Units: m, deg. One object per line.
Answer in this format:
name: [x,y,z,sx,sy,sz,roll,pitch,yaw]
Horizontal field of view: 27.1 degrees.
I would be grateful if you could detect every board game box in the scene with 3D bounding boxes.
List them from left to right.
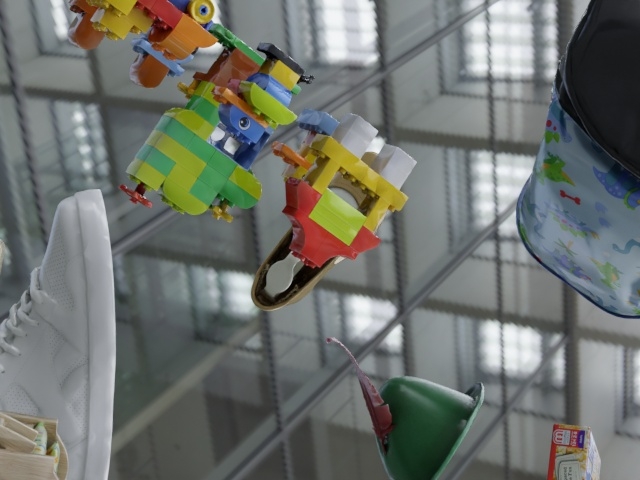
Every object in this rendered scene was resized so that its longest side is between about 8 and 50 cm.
board game box: [0.286,0.324,1.524,0.045,0.193,0.147,3,-23,19]

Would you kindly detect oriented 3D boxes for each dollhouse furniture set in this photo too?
dollhouse furniture set: [-0.183,0.075,0.746,0.101,0.182,0.161,11,-88,-11]

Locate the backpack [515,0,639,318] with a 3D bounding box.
backpack: [0.336,-0.065,1.345,0.290,0.355,0.273,32,-89,5]

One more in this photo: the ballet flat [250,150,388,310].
ballet flat: [0.000,0.000,1.448,0.080,0.073,0.232,43,-57,9]

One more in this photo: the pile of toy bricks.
pile of toy bricks: [-0.065,-0.059,0.724,0.212,0.105,0.118,36,-7,-28]

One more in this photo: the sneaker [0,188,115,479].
sneaker: [-0.266,0.094,1.160,0.169,0.108,0.293,1,-66,-13]

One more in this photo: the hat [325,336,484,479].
hat: [0.064,0.180,1.476,0.183,0.173,0.208,32,-54,0]
